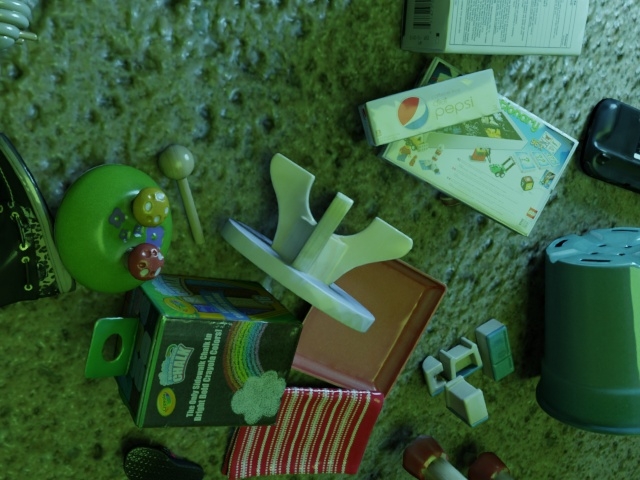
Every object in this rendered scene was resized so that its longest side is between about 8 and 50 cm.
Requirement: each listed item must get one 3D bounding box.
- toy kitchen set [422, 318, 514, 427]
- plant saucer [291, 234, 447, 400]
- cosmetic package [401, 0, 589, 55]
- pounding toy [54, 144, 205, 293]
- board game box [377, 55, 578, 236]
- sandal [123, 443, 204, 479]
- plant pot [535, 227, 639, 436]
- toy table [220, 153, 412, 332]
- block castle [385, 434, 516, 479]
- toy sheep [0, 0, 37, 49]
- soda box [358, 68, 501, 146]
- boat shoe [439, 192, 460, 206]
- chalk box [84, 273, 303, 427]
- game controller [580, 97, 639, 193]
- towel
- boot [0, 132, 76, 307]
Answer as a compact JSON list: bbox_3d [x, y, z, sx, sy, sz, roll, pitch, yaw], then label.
[{"bbox_3d":[0.329,0.281,1.416,0.207,0.166,0.122,-26,117,-19],"label":"toy kitchen set"},{"bbox_3d":[0.078,0.144,1.301,0.259,0.048,0.258,28,92,-34],"label":"plant saucer"},{"bbox_3d":[0.294,-0.388,1.191,0.296,0.129,0.153,-5,108,-27],"label":"cosmetic package"},{"bbox_3d":[-0.237,-0.023,0.989,0.237,0.110,0.183,-34,121,-42],"label":"pounding toy"},{"bbox_3d":[0.277,-0.160,1.245,0.305,0.053,0.193,28,93,-12],"label":"board game box"},{"bbox_3d":[-0.270,0.381,1.200,0.067,0.040,0.179,-48,137,0],"label":"sandal"},{"bbox_3d":[0.603,0.165,1.451,0.341,0.341,0.334,-16,107,-24],"label":"plant pot"},{"bbox_3d":[0.000,0.000,1.108,0.274,0.252,0.161,33,94,-11],"label":"toy table"},{"bbox_3d":[0.205,0.634,1.448,0.303,0.213,0.453,24,96,-37],"label":"block castle"},{"bbox_3d":[-0.398,-0.280,0.871,0.091,0.091,0.132,-2,89,-28],"label":"toy sheep"},{"bbox_3d":[0.176,-0.215,1.157,0.216,0.069,0.074,-16,99,-5],"label":"soda box"},{"bbox_3d":[0.303,-0.098,1.333,0.178,0.064,0.060,-26,115,-22],"label":"boat shoe"},{"bbox_3d":[-0.207,0.162,1.074,0.289,0.179,0.180,9,103,-30],"label":"chalk box"},{"bbox_3d":[0.679,-0.192,1.522,0.319,0.067,0.166,12,86,-32],"label":"game controller"},{"bbox_3d":[-0.027,0.353,1.296,0.275,0.031,0.199,7,113,-27],"label":"towel"},{"bbox_3d":[-0.446,-0.006,0.939,0.178,0.085,0.236,-23,115,-18],"label":"boot"}]
